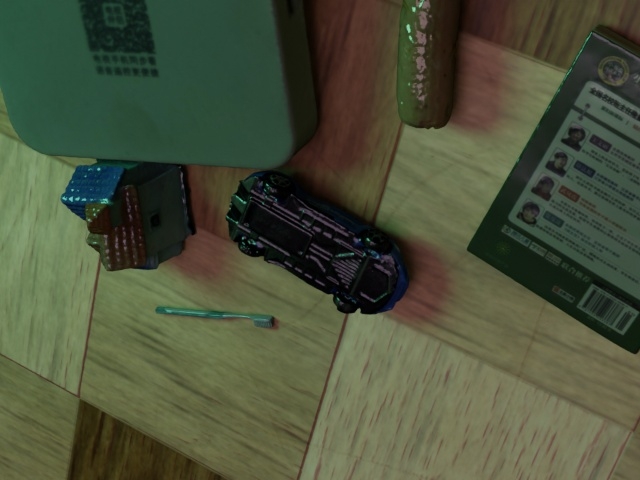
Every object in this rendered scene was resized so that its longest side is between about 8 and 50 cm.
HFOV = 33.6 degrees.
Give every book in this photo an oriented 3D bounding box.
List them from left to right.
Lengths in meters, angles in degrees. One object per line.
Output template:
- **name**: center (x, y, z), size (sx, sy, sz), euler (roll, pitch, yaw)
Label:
- **book**: center (0.282, -0.041, 1.007), size (0.202, 0.027, 0.264), euler (33, 123, 13)

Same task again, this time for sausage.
- **sausage**: center (0.110, -0.250, 0.991), size (0.066, 0.066, 0.301), euler (15, 115, 22)

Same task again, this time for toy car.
- **toy car**: center (0.000, 0.000, 1.152), size (0.216, 0.063, 0.103), euler (29, 122, 7)

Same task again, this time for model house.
- **model house**: center (-0.237, -0.030, 1.213), size (0.119, 0.149, 0.148), euler (6, 111, 26)

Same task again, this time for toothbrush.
- **toothbrush**: center (-0.131, 0.093, 1.290), size (0.167, 0.011, 0.014), euler (3, 117, 26)

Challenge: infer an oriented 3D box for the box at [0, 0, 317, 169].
- **box**: center (-0.195, -0.260, 1.102), size (0.367, 0.090, 0.373), euler (6, 121, 22)
